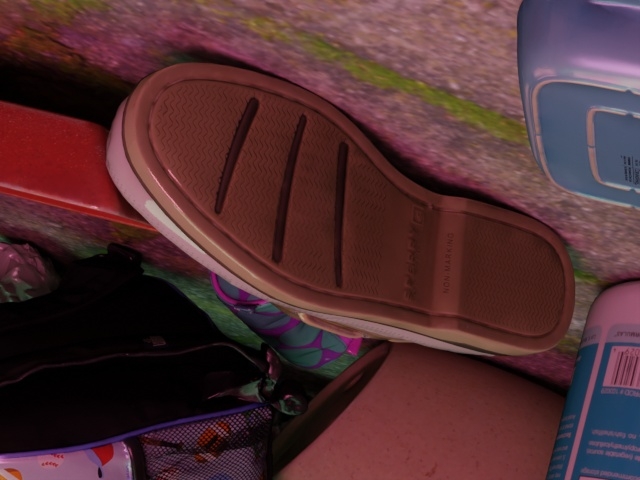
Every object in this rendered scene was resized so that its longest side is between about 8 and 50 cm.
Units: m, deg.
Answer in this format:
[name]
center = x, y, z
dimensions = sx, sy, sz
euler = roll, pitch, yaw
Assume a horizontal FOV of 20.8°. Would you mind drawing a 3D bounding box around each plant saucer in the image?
[plant saucer]
center = -0.196, -0.054, 1.003
dimensions = 0.259, 0.047, 0.258
euler = 13, 178, 11

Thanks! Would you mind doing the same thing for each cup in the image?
[cup]
center = 0.079, 0.216, 1.327
dimensions = 0.237, 0.331, 0.331
euler = 45, 160, -5

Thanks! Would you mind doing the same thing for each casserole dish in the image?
[casserole dish]
center = 0.139, -0.052, 0.759
dimensions = 0.114, 0.037, 0.188
euler = 13, 165, 15

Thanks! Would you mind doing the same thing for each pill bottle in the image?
[pill bottle]
center = 0.201, 0.167, 1.025
dimensions = 0.146, 0.264, 0.146
euler = 16, 165, 4

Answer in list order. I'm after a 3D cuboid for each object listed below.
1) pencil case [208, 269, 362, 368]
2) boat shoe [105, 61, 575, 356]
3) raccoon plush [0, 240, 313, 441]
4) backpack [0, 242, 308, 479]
[pencil case]
center = -0.023, 0.040, 1.197
dimensions = 0.070, 0.064, 0.151
euler = 14, 165, 22
[boat shoe]
center = 0.000, 0.000, 0.944
dimensions = 0.302, 0.113, 0.103
euler = 26, 156, -34
[raccoon plush]
center = -0.099, 0.169, 1.506
dimensions = 0.299, 0.216, 0.446
euler = 4, 161, 16
[backpack]
center = -0.186, 0.138, 1.219
dimensions = 0.263, 0.213, 0.276
euler = -4, -162, -31
